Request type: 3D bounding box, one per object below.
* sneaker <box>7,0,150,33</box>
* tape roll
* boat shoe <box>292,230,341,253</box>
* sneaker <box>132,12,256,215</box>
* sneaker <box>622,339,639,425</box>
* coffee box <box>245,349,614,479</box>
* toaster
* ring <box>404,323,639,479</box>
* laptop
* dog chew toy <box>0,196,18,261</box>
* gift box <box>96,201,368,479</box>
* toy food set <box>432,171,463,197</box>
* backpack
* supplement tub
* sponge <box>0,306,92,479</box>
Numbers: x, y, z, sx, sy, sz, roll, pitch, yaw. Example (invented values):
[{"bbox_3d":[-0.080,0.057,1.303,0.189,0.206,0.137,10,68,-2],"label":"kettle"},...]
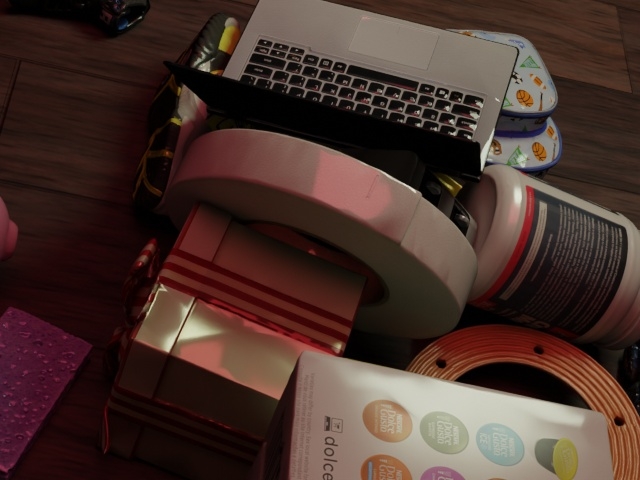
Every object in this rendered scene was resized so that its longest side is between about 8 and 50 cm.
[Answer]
[{"bbox_3d":[-0.357,-0.364,2.084,0.217,0.079,0.121,-14,53,-32],"label":"sneaker"},{"bbox_3d":[0.000,0.000,1.664,0.392,0.392,0.072,24,70,3],"label":"tape roll"},{"bbox_3d":[0.012,0.006,1.882,0.183,0.066,0.066,18,45,-3],"label":"boat shoe"},{"bbox_3d":[-0.157,-0.165,1.954,0.147,0.145,0.385,26,48,-19],"label":"sneaker"},{"bbox_3d":[0.454,0.211,1.845,0.087,0.083,0.221,29,50,-11],"label":"sneaker"},{"bbox_3d":[0.086,0.366,1.382,0.334,0.338,0.338,13,46,-9],"label":"coffee box"},{"bbox_3d":[0.088,-0.027,1.760,0.185,0.168,0.110,5,62,41],"label":"toaster"},{"bbox_3d":[0.249,0.252,1.741,0.336,0.032,0.337,5,53,-7],"label":"ring"},{"bbox_3d":[0.049,-0.235,1.778,0.382,0.236,0.408,16,52,8],"label":"laptop"},{"bbox_3d":[-0.528,-0.030,1.640,0.331,0.207,0.207,13,45,-20],"label":"dog chew toy"},{"bbox_3d":[-0.119,0.138,1.583,0.258,0.255,0.276,23,42,-1],"label":"gift box"},{"bbox_3d":[0.121,-0.051,1.961,0.218,0.071,0.128,38,84,3],"label":"toy food set"},{"bbox_3d":[0.234,-0.175,2.044,0.276,0.213,0.263,-4,58,-25],"label":"backpack"},{"bbox_3d":[0.309,0.027,1.857,0.272,0.191,0.191,21,43,-19],"label":"supplement tub"},{"bbox_3d":[-0.365,0.176,1.614,0.117,0.031,0.210,25,46,4],"label":"sponge"}]
